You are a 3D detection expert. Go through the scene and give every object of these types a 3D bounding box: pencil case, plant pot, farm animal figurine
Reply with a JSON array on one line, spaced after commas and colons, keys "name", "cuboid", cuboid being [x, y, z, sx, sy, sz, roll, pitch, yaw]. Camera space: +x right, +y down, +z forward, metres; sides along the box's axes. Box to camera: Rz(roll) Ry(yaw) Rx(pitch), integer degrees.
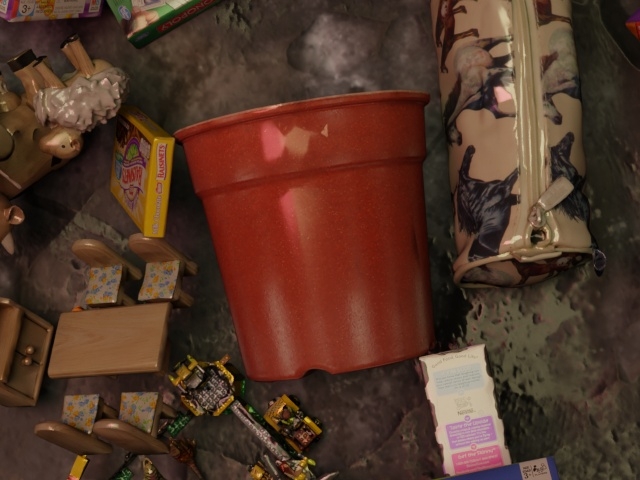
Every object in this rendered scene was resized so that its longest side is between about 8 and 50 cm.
[{"name": "pencil case", "cuboid": [0.204, -0.158, 1.264, 0.159, 0.183, 0.411, -1, 81, -16]}, {"name": "plant pot", "cuboid": [0.000, 0.000, 1.248, 0.272, 0.272, 0.265, -9, 90, 7]}, {"name": "farm animal figurine", "cuboid": [-0.387, -0.071, 1.326, 0.327, 0.330, 0.172, -42, 114, -31]}]

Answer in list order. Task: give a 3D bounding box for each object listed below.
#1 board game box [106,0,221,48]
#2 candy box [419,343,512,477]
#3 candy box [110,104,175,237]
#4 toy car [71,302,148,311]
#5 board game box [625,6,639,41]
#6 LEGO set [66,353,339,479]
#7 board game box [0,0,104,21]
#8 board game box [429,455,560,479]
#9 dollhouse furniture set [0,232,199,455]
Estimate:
[{"name": "board game box", "cuboid": [-0.204, -0.416, 1.427, 0.213, 0.046, 0.317, -29, 79, 3]}, {"name": "candy box", "cuboid": [0.158, 0.210, 1.233, 0.070, 0.165, 0.196, -13, 81, 6]}, {"name": "candy box", "cuboid": [-0.196, -0.079, 1.300, 0.027, 0.206, 0.105, 0, 105, -20]}, {"name": "toy car", "cuboid": [-0.241, 0.077, 1.371, 0.122, 0.040, 0.060, -40, 79, 2]}, {"name": "board game box", "cuboid": [0.576, -0.199, 1.074, 0.356, 0.356, 0.356, 44, 90, -12]}, {"name": "LEGO set", "cuboid": [-0.151, 0.281, 1.255, 0.331, 0.192, 0.255, -38, 79, 2]}, {"name": "board game box", "cuboid": [-0.309, -0.398, 1.319, 0.142, 0.144, 0.275, 31, 118, 26]}, {"name": "board game box", "cuboid": [0.135, 0.363, 1.142, 0.233, 0.347, 0.078, -12, 40, 6]}, {"name": "dollhouse furniture set", "cuboid": [-0.274, 0.099, 1.247, 0.242, 0.161, 0.212, -6, 62, 26]}]
